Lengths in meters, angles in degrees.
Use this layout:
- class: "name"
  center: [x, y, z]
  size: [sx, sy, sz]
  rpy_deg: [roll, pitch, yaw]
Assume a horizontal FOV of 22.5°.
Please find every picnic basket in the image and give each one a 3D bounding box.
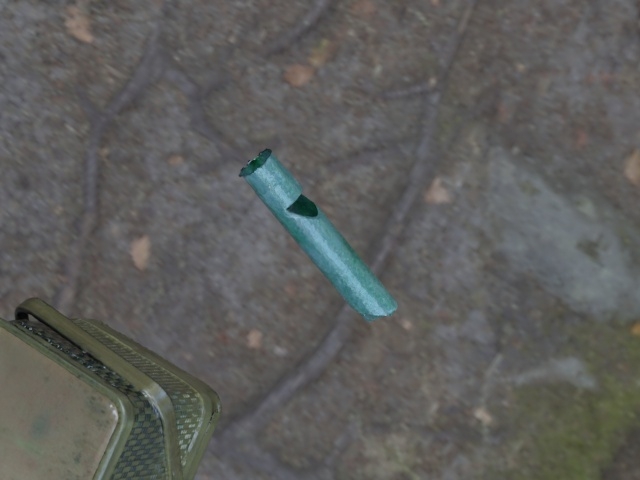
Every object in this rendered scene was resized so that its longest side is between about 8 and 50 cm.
- class: "picnic basket"
  center: [-0.210, 0.192, 1.250]
  size: [0.139, 0.165, 0.266]
  rpy_deg: [6, 110, -62]

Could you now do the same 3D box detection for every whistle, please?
- class: "whistle"
  center: [0.000, 0.000, 1.414]
  size: [0.039, 0.039, 0.186]
  rpy_deg: [-43, 109, -11]
